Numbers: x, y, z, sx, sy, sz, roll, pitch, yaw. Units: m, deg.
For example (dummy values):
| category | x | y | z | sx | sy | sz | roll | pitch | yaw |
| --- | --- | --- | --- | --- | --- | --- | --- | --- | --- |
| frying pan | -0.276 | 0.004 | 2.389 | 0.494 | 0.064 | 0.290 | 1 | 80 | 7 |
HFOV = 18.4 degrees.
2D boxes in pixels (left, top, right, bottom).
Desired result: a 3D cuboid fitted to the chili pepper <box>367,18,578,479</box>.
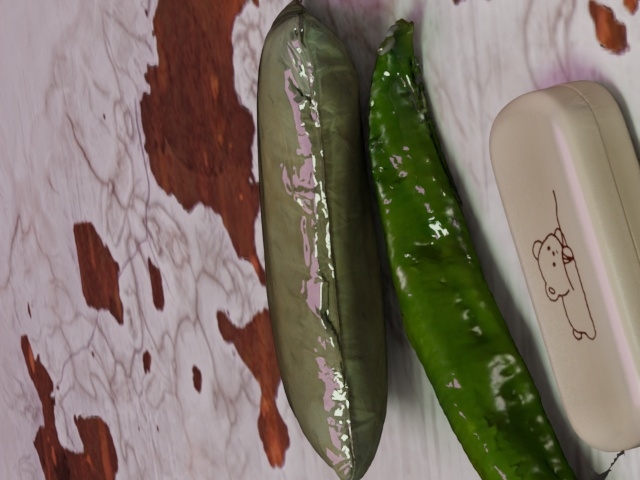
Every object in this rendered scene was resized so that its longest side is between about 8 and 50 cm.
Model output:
| category | x | y | z | sx | sy | sz | roll | pitch | yaw |
| --- | --- | --- | --- | --- | --- | --- | --- | --- | --- |
| chili pepper | 0.086 | 0.043 | 1.154 | 0.359 | 0.076 | 0.085 | 69 | -165 | 16 |

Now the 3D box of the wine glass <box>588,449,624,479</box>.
| category | x | y | z | sx | sy | sz | roll | pitch | yaw |
| --- | --- | --- | --- | --- | --- | --- | --- | --- | --- |
| wine glass | 0.233 | 0.159 | 0.853 | 0.321 | 0.143 | 0.143 | 4 | 105 | 61 |

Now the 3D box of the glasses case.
| category | x | y | z | sx | sy | sz | roll | pitch | yaw |
| --- | --- | --- | --- | --- | --- | --- | --- | --- | --- |
| glasses case | 0.145 | 0.013 | 1.050 | 0.083 | 0.050 | 0.196 | -30 | 75 | 59 |

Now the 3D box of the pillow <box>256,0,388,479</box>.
| category | x | y | z | sx | sy | sz | roll | pitch | yaw |
| --- | --- | --- | --- | --- | --- | --- | --- | --- | --- |
| pillow | 0.000 | 0.000 | 1.262 | 0.185 | 0.075 | 0.302 | -111 | 16 | -79 |
